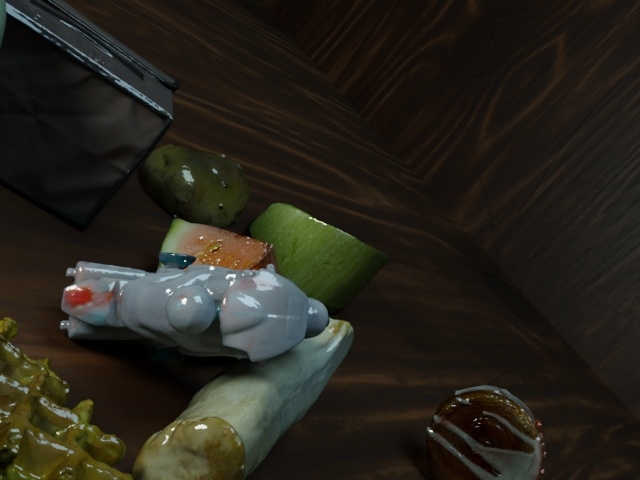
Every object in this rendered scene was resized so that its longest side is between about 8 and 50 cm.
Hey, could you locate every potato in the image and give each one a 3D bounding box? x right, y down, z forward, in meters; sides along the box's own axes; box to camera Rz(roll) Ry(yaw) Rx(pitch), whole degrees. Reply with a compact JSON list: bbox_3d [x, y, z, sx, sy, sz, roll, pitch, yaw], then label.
[{"bbox_3d":[-0.178,-0.091,1.144,0.164,0.081,0.200,49,21,15],"label":"potato"}]

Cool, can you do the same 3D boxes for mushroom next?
[{"bbox_3d":[-0.060,0.160,0.740,0.095,0.123,0.351,54,24,1],"label":"mushroom"}]

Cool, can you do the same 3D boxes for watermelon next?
[{"bbox_3d":[-0.119,0.070,0.887,0.193,0.137,0.145,38,53,-14],"label":"watermelon"}]

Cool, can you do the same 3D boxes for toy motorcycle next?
[{"bbox_3d":[-0.117,0.064,0.710,0.260,0.110,0.171,6,-7,-4],"label":"toy motorcycle"}]

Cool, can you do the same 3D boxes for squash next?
[{"bbox_3d":[-0.008,0.002,1.220,0.220,0.133,0.220,34,15,-10],"label":"squash"}]

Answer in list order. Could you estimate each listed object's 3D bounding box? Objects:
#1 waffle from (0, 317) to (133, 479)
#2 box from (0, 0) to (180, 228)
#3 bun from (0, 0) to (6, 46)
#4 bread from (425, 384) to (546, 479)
[{"bbox_3d":[-0.265,0.109,0.475,0.260,0.069,0.293,41,5,24],"label":"waffle"},{"bbox_3d":[-0.317,-0.166,0.860,0.252,0.188,0.153,36,16,-27],"label":"box"},{"bbox_3d":[-0.437,-0.204,0.659,0.293,0.293,0.187,33,-15,-27],"label":"bun"},{"bbox_3d":[0.219,0.275,1.004,0.160,0.160,0.073,45,8,7],"label":"bread"}]
